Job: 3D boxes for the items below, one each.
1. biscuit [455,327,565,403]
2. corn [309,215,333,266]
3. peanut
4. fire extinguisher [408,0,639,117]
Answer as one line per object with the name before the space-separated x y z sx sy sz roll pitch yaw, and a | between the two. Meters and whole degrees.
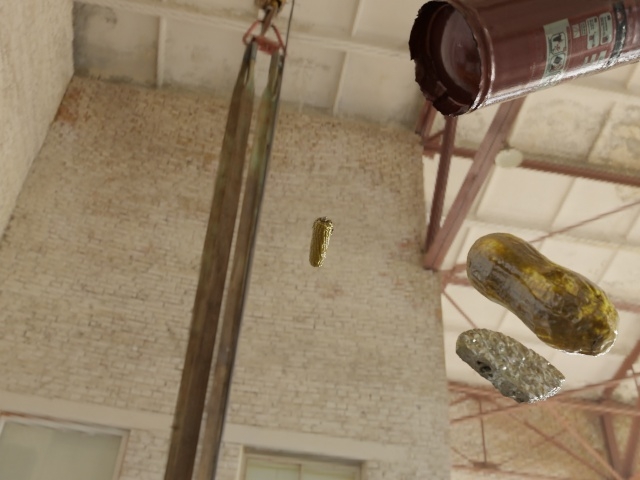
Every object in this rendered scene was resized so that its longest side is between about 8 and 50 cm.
biscuit | 0.366 0.244 1.477 0.266 0.188 0.040 22 -61 -18
corn | 0.000 0.000 1.088 0.028 0.027 0.083 -21 -46 -39
peanut | 0.247 0.059 0.870 0.087 0.207 0.087 -20 -52 -27
fire extinguisher | 0.259 -0.189 0.729 0.337 0.147 0.106 -19 -11 -21
